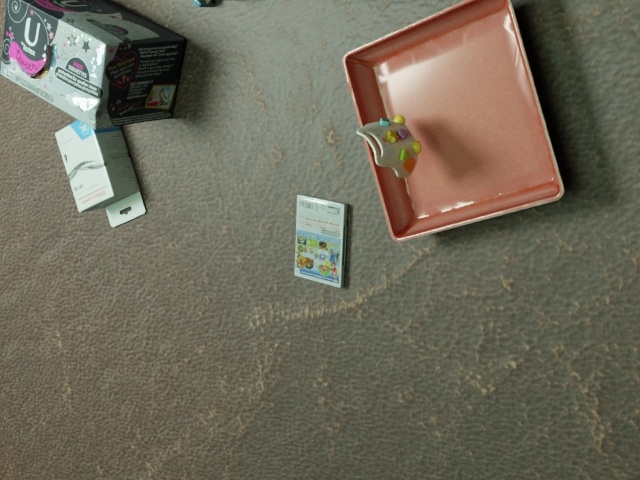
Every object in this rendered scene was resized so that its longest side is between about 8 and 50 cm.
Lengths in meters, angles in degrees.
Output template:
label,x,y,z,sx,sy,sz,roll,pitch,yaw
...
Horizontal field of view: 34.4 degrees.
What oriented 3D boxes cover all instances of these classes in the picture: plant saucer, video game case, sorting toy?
label,x,y,z,sx,sy,sz,roll,pitch,yaw
plant saucer,0.167,-0.149,1.283,0.259,0.048,0.258,-16,89,42
video game case,0.000,0.000,1.481,0.087,0.011,0.122,14,108,37
sorting toy,0.080,-0.120,1.282,0.045,0.075,0.083,-42,73,38

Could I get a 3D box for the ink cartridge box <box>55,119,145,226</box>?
label,x,y,z,sx,sy,sz,roll,pitch,yaw
ink cartridge box,-0.369,-0.114,1.735,0.104,0.060,0.180,-20,87,41

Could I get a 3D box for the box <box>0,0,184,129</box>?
label,x,y,z,sx,sy,sz,roll,pitch,yaw
box,-0.362,-0.290,1.620,0.247,0.163,0.142,29,119,32

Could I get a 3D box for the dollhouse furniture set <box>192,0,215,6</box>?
label,x,y,z,sx,sy,sz,roll,pitch,yaw
dollhouse furniture set,-0.234,-0.397,1.512,0.183,0.129,0.129,55,128,17
